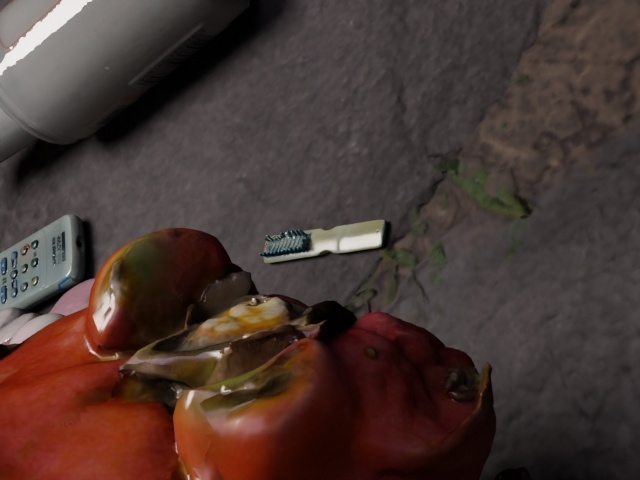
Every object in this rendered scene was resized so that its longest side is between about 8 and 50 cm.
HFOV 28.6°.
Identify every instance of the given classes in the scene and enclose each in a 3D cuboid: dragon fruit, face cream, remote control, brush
[{"bbox_3d":[-0.035,0.131,0.496,0.305,0.305,0.226,19,77,42],"label":"dragon fruit"},{"bbox_3d":[-0.166,-0.119,0.818,0.251,0.101,0.101,-34,54,24],"label":"face cream"},{"bbox_3d":[-0.203,0.027,0.843,0.124,0.018,0.053,-26,56,29],"label":"remote control"},{"bbox_3d":[0.000,0.000,0.692,0.083,0.013,0.016,-7,66,36],"label":"brush"}]

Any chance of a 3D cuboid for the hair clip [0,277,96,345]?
[{"bbox_3d":[-0.179,0.081,0.727,0.075,0.146,0.257,56,142,-6],"label":"hair clip"}]
